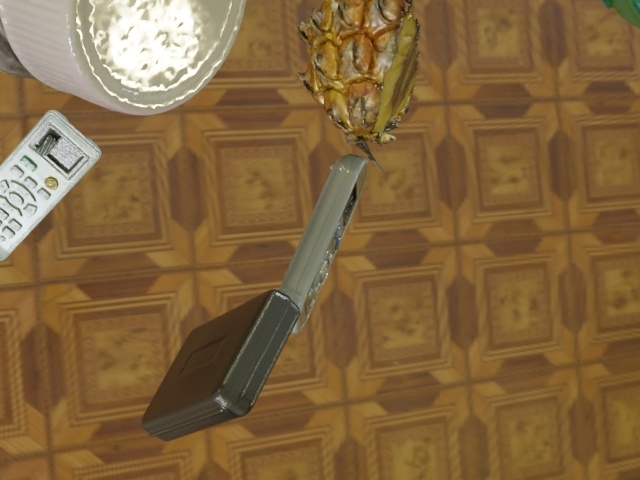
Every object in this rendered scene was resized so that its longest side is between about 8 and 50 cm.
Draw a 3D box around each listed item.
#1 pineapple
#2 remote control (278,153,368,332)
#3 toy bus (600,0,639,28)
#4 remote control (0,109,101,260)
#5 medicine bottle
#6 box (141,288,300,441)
[{"bbox_3d":[0.035,-0.203,1.440,0.161,0.334,0.158,14,86,6],"label":"pineapple"},{"bbox_3d":[0.000,0.000,1.396,0.047,0.087,0.244,19,69,13],"label":"remote control"},{"bbox_3d":[0.499,-0.400,1.370,0.343,0.199,0.183,-51,148,11],"label":"toy bus"},{"bbox_3d":[-0.457,-0.083,1.742,0.103,0.293,0.051,42,31,-13],"label":"remote control"},{"bbox_3d":[-0.194,-0.190,0.739,0.165,0.273,0.165,-30,133,-39],"label":"medicine bottle"},{"bbox_3d":[-0.120,0.150,1.311,0.050,0.230,0.160,38,58,-16],"label":"box"}]
